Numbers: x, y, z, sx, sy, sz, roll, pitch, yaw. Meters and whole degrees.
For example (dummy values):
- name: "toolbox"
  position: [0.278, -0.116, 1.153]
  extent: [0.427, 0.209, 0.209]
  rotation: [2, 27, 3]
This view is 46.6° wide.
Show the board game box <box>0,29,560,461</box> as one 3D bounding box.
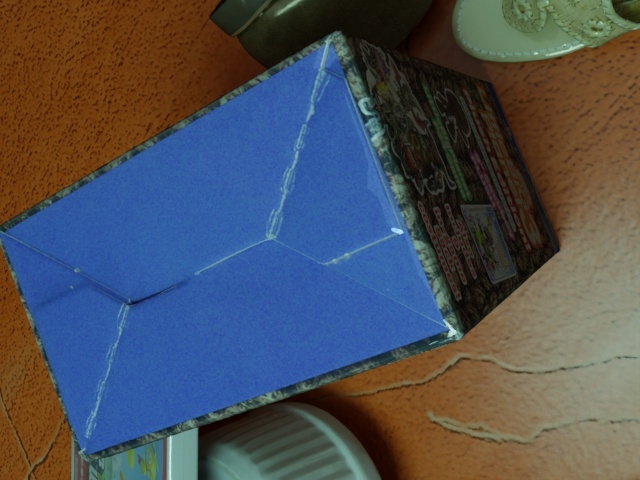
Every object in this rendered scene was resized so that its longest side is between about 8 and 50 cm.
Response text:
- name: "board game box"
  position: [0.000, 0.000, 0.481]
  extent: [0.232, 0.291, 0.141]
  rotation: [-23, 86, 27]

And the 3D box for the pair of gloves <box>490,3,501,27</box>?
- name: "pair of gloves"
  position: [0.151, -0.197, 0.537]
  extent: [0.083, 0.010, 0.074]
  rotation: [-7, 95, 27]

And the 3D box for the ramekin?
- name: "ramekin"
  position: [-0.049, 0.245, 0.611]
  extent: [0.207, 0.109, 0.207]
  rotation: [2, 93, 44]

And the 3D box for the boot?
- name: "boot"
  position: [0.062, -0.235, 0.544]
  extent: [0.305, 0.112, 0.115]
  rotation: [-41, 110, 20]

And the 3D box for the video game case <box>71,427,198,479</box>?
- name: "video game case"
  position: [-0.170, 0.167, 0.641]
  extent: [0.285, 0.025, 0.204]
  rotation: [6, 96, 58]

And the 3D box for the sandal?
- name: "sandal"
  position: [0.194, -0.173, 0.474]
  extent: [0.240, 0.079, 0.088]
  rotation: [-6, 97, 22]
